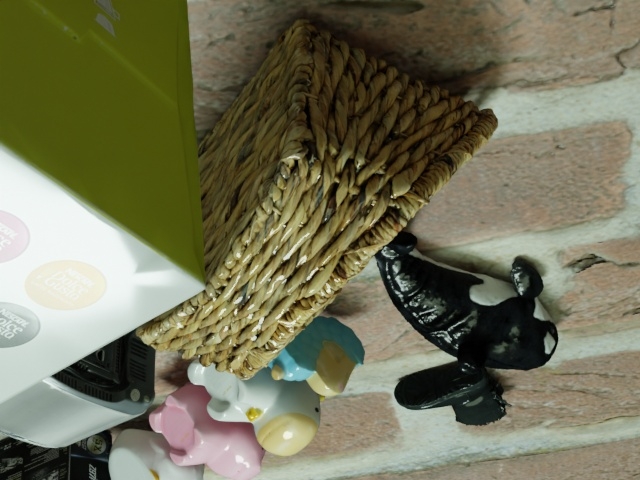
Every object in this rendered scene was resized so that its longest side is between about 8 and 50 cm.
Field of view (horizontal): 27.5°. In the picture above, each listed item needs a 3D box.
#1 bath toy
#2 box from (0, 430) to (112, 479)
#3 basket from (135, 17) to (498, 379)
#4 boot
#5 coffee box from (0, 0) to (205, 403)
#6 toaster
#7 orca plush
[{"bbox_3d":[-0.101,0.202,1.465,0.129,0.151,0.348,-16,159,-51],"label":"bath toy"},{"bbox_3d":[-0.337,0.304,1.531,0.180,0.147,0.077,-26,136,21],"label":"box"},{"bbox_3d":[0.000,0.000,1.143,0.223,0.213,0.299,24,132,-23],"label":"basket"},{"bbox_3d":[0.157,0.188,1.540,0.121,0.045,0.099,-18,143,13],"label":"boot"},{"bbox_3d":[-0.312,-0.103,0.891,0.334,0.338,0.338,-28,136,24],"label":"coffee box"},{"bbox_3d":[-0.288,0.123,1.334,0.146,0.129,0.227,-32,136,31],"label":"toaster"},{"bbox_3d":[0.158,0.083,1.364,0.151,0.102,0.287,-24,137,20],"label":"orca plush"}]
